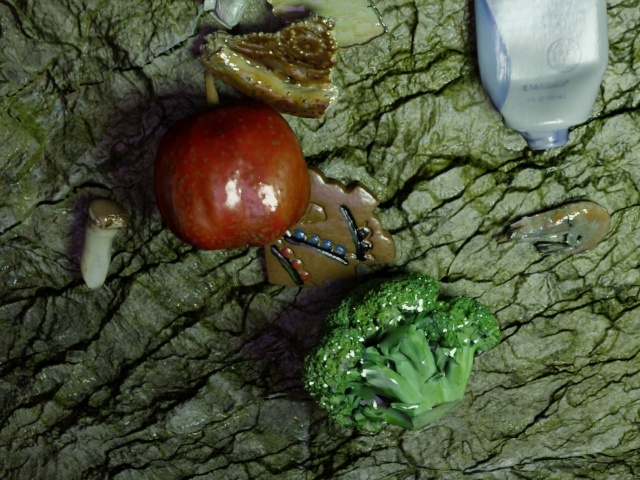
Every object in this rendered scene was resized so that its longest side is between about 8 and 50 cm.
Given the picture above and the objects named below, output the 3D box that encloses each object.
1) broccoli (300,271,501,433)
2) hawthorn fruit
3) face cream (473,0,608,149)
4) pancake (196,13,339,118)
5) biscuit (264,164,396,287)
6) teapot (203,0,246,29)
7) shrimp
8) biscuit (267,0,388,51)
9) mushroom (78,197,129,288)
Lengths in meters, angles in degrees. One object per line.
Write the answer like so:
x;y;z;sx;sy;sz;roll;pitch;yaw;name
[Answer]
0.138;0.226;1.704;0.413;0.321;0.310;-10;84;-28;broccoli
-0.171;-0.145;1.563;0.287;0.287;0.330;-8;103;11;hawthorn fruit
0.376;-0.362;1.468;0.235;0.137;0.420;-4;107;11;face cream
-0.066;-0.322;1.522;0.266;0.057;0.244;29;140;-18;pancake
0.000;0.001;1.738;0.278;0.043;0.301;37;117;-14;biscuit
-0.170;-0.411;1.519;0.064;0.064;0.083;25;149;1;teapot
0.455;-0.010;1.683;0.223;0.047;0.126;-15;127;13;shrimp
-0.009;-0.449;1.488;0.187;0.036;0.273;-15;117;15;biscuit
-0.456;0.007;1.784;0.084;0.071;0.209;0;129;-31;mushroom
